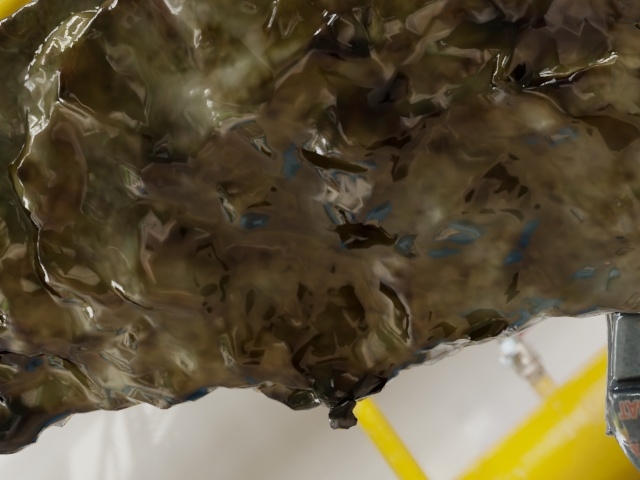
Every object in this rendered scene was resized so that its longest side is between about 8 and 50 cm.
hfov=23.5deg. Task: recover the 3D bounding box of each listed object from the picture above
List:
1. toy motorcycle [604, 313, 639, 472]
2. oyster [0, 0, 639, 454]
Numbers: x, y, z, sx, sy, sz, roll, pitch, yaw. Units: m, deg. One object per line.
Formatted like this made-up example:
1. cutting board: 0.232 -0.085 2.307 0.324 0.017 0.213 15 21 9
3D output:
1. toy motorcycle: 0.216 0.000 1.043 0.108 0.307 0.173 -9 4 22
2. oyster: 0.003 -0.017 0.489 0.396 0.111 0.204 -12 -39 18
